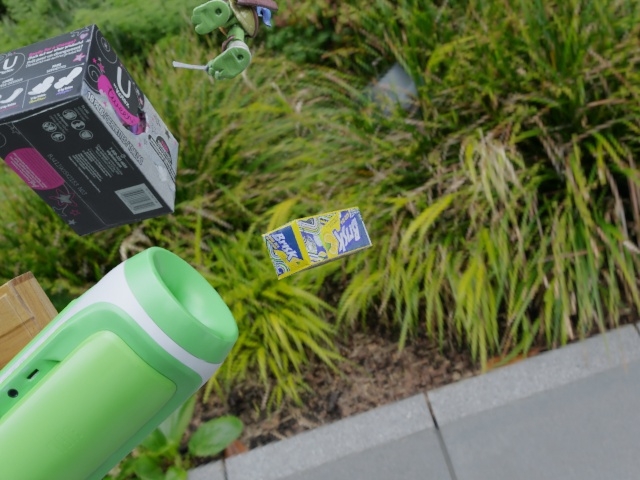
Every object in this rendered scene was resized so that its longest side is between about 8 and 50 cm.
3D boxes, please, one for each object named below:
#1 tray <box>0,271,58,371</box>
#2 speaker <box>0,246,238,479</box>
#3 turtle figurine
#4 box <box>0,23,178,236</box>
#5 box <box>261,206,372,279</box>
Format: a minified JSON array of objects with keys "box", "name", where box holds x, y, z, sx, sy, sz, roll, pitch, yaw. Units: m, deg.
[{"box":[-0.627,0.241,1.448,0.410,0.203,0.076,-30,5,22],"name":"tray"},{"box":[-0.214,0.143,0.703,0.296,0.131,0.131,-43,27,8],"name":"speaker"},{"box":[-0.222,-0.397,1.535,0.274,0.198,0.266,7,24,-9],"name":"turtle figurine"},{"box":[-0.318,-0.144,1.101,0.163,0.247,0.142,-14,54,13],"name":"box"},{"box":[0.000,0.000,0.999,0.054,0.059,0.169,-22,-3,28],"name":"box"}]
